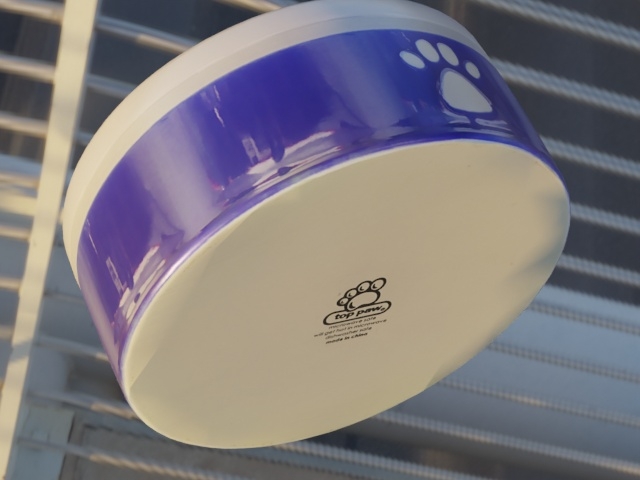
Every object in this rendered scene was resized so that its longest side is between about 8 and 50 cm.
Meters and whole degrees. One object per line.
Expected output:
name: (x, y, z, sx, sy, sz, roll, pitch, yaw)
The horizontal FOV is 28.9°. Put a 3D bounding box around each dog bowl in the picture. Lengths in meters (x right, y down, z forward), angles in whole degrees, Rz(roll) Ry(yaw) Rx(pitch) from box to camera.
dog bowl: (0.000, 0.000, 0.686, 0.264, 0.265, 0.104, -12, 54, -23)
